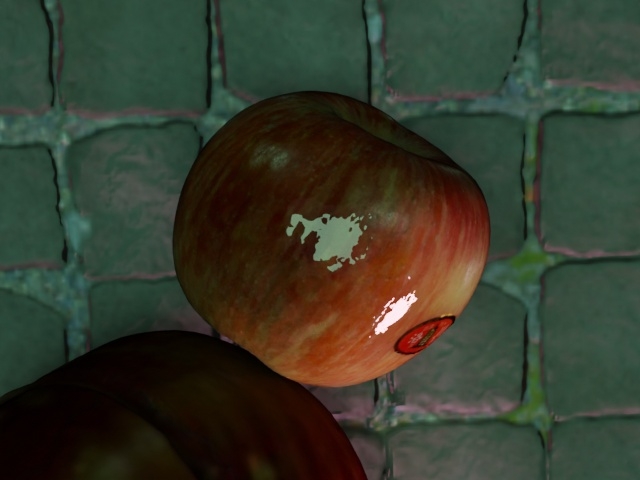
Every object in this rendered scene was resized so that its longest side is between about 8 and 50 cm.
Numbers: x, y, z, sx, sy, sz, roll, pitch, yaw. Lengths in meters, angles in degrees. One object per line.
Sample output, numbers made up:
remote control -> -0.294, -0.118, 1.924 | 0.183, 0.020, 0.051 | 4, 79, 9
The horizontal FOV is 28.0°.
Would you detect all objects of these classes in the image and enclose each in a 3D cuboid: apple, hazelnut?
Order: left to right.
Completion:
hazelnut -> -0.087, 0.151, 0.620 | 0.229, 0.229, 0.229 | 0, 98, 3
apple -> 0.000, 0.000, 0.615 | 0.146, 0.146, 0.131 | 31, 104, -2
